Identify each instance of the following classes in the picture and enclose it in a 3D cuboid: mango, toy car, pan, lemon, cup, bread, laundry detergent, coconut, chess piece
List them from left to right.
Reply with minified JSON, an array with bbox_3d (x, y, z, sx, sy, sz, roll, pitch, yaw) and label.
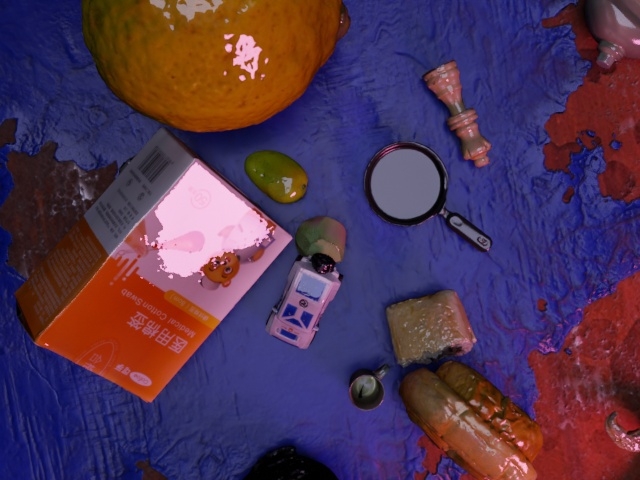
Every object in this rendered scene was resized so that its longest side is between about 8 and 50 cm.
[{"bbox_3d":[-0.150,-0.324,1.128,0.387,0.350,0.349,11,90,-7],"label":"lemon"},{"bbox_3d":[-0.071,-0.102,1.266,0.108,0.056,0.073,28,85,2],"label":"mango"},{"bbox_3d":[-0.025,0.093,1.234,0.080,0.070,0.170,25,120,0],"label":"toy car"},{"bbox_3d":[0.000,0.000,1.258,0.082,0.083,0.081,-9,51,11],"label":"coconut"},{"bbox_3d":[0.072,0.221,1.255,0.055,0.083,0.074,16,91,0],"label":"cup"},{"bbox_3d":[0.175,-0.059,1.281,0.235,0.028,0.136,39,91,3],"label":"pan"},{"bbox_3d":[0.172,0.138,1.254,0.125,0.082,0.106,-17,64,9],"label":"bread"},{"bbox_3d":[0.222,-0.196,1.269,0.060,0.060,0.172,-26,93,0],"label":"chess piece"},{"bbox_3d":[0.226,0.274,1.199,0.236,0.198,0.120,41,83,2],"label":"bread"},{"bbox_3d":[0.506,-0.379,1.248,0.181,0.091,0.253,30,90,-6],"label":"laundry detergent"}]

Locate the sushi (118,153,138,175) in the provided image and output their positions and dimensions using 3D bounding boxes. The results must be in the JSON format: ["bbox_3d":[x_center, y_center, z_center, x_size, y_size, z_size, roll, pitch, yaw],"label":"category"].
[{"bbox_3d":[-0.273,-0.088,1.253,0.098,0.084,0.094,-10,92,-5],"label":"sushi"}]

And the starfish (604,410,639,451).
[{"bbox_3d":[0.606,0.349,1.251,0.375,0.094,0.327,17,101,-7],"label":"starfish"}]

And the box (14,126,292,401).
[{"bbox_3d":[-0.244,0.042,1.177,0.341,0.143,0.225,-48,129,1],"label":"box"}]

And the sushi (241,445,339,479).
[{"bbox_3d":[-0.033,0.446,1.191,0.238,0.219,0.225,-39,94,1],"label":"sushi"}]
